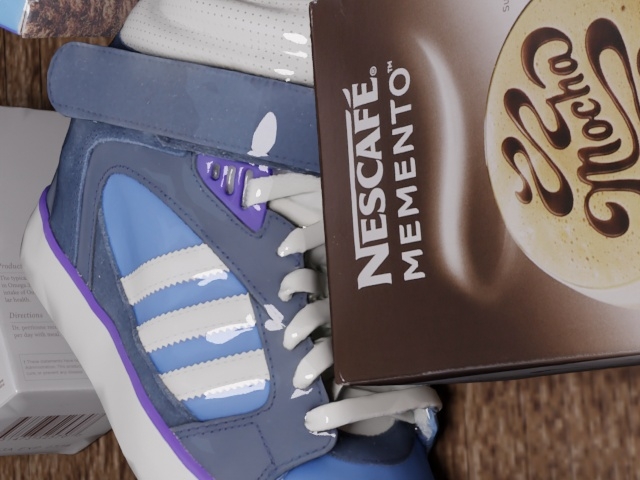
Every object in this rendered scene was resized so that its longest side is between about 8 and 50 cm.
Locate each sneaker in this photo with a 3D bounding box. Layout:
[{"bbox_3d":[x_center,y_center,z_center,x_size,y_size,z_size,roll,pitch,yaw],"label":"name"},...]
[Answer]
[{"bbox_3d":[0.000,0.000,0.832,0.323,0.130,0.236,48,117,32],"label":"sneaker"}]

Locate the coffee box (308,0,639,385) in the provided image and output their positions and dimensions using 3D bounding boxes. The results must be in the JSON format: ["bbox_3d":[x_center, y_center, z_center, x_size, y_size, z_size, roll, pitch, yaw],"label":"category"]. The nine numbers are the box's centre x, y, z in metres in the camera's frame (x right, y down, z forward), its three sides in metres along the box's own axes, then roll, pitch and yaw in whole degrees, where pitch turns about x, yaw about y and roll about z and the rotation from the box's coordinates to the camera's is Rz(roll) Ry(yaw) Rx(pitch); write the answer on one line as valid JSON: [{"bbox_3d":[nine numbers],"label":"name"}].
[{"bbox_3d":[0.139,-0.039,0.685,0.297,0.119,0.168,-12,80,47],"label":"coffee box"}]

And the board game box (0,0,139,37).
[{"bbox_3d":[-0.192,-0.266,0.984,0.291,0.141,0.232,27,109,26],"label":"board game box"}]

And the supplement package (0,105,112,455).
[{"bbox_3d":[-0.177,0.024,1.042,0.105,0.105,0.179,-36,62,41],"label":"supplement package"}]
